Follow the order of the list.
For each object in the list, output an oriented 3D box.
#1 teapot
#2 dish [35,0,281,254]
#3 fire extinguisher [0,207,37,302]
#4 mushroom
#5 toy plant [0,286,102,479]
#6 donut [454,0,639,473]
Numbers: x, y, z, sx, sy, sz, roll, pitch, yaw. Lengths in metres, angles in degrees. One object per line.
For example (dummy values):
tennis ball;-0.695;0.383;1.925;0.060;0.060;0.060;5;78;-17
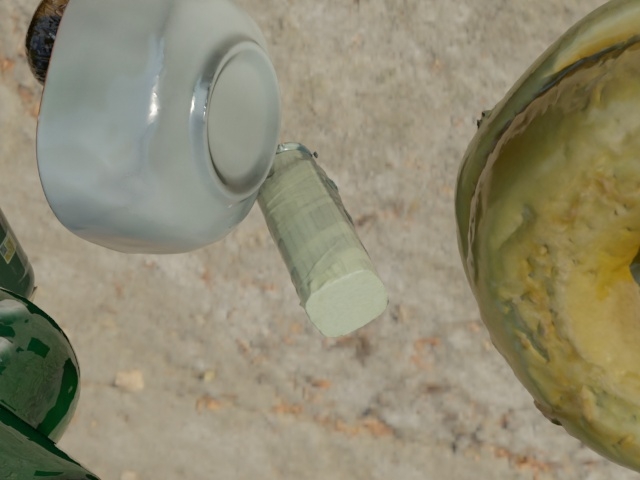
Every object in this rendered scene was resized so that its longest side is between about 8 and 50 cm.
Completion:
teapot;0.000;0.000;1.213;0.077;0.200;0.107;-30;138;5
dish;-0.112;-0.102;1.054;0.117;0.256;0.256;7;136;26
fire extinguisher;-0.298;-0.022;1.007;0.095;0.114;0.311;-7;121;22
mushroom;-0.240;-0.202;1.273;0.085;0.109;0.126;9;154;18
toy plant;-0.196;0.089;0.486;0.232;0.243;0.112;-16;119;-25
donut;0.307;0.005;1.003;0.449;0.198;0.449;18;129;24
